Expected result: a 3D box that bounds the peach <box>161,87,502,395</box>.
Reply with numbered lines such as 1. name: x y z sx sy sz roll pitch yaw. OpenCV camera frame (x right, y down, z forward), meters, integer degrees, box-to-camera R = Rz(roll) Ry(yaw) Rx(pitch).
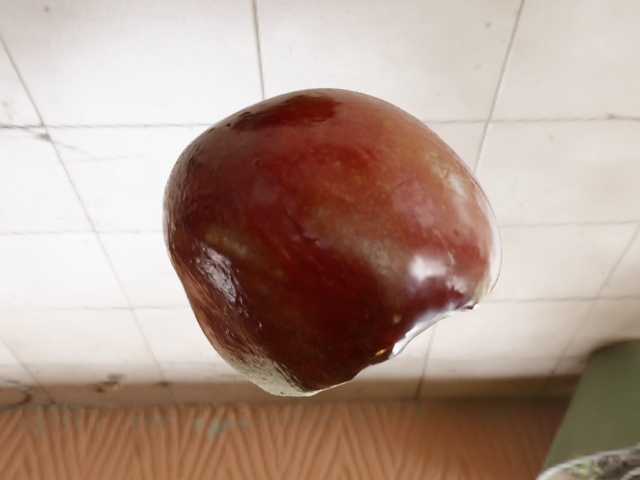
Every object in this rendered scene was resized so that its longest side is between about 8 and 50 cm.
1. peach: 0.000 0.000 0.701 0.245 0.249 0.274 31 176 -23
